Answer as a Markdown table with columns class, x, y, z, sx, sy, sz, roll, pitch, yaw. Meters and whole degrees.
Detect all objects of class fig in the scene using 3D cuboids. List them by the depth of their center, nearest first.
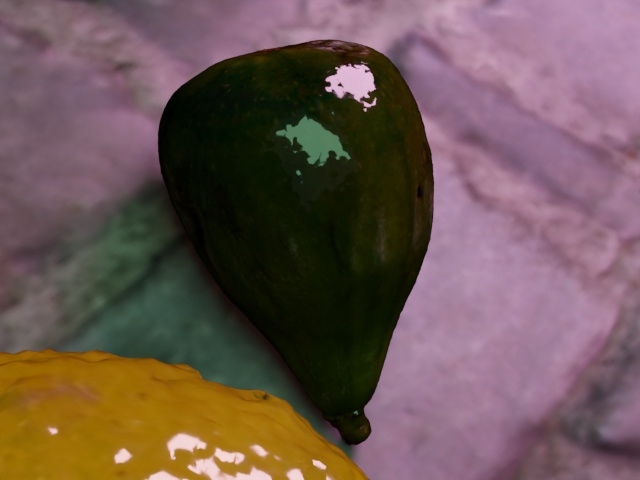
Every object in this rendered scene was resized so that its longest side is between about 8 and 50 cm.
| class | x | y | z | sx | sy | sz | roll | pitch | yaw |
| --- | --- | --- | --- | --- | --- | --- | --- | --- | --- |
| fig | 0.000 | 0.000 | 0.780 | 0.117 | 0.117 | 0.177 | -11 | 83 | -21 |

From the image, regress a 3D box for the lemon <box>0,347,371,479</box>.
| class | x | y | z | sx | sy | sz | roll | pitch | yaw |
| --- | --- | --- | --- | --- | --- | --- | --- | --- | --- |
| lemon | -0.091 | 0.182 | 0.583 | 0.268 | 0.268 | 0.322 | 38 | 65 | 0 |
